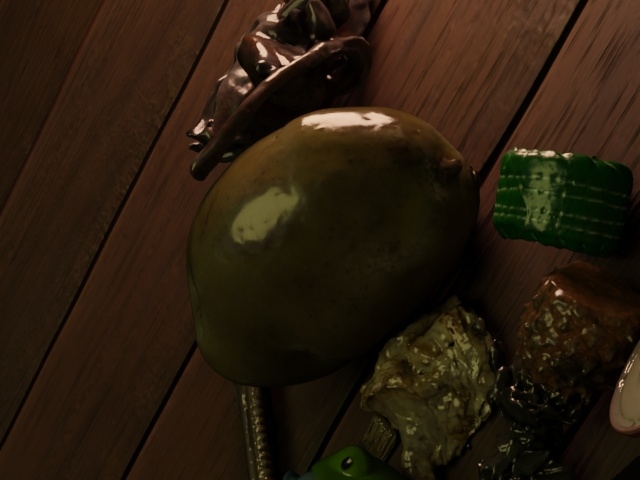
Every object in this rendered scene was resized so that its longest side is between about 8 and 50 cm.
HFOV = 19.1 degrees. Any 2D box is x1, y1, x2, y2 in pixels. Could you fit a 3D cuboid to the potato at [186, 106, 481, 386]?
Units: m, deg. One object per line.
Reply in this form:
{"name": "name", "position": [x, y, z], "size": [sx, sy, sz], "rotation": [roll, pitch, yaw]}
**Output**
{"name": "potato", "position": [0.000, 0.000, 1.905], "size": [0.326, 0.243, 0.221], "rotation": [-50, 22, 31]}

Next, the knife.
{"name": "knife", "position": [-0.061, 0.270, 2.076], "size": [0.089, 0.043, 0.365], "rotation": [100, 162, -62]}

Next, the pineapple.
{"name": "pineapple", "position": [0.208, 0.142, 1.708], "size": [0.119, 0.111, 0.237], "rotation": [-78, 8, -66]}

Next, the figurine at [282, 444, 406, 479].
{"name": "figurine", "position": [0.014, 0.307, 1.878], "size": [0.162, 0.143, 0.263], "rotation": [63, 148, 25]}

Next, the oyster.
{"name": "oyster", "position": [0.108, 0.152, 1.859], "size": [0.163, 0.081, 0.191], "rotation": [-13, 81, 41]}

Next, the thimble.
{"name": "thimble", "position": [0.219, -0.036, 1.738], "size": [0.130, 0.118, 0.090], "rotation": [-168, 87, -81]}

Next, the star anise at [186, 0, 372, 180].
{"name": "star anise", "position": [-0.041, -0.170, 2.069], "size": [0.359, 0.139, 0.316], "rotation": [-53, 0, -15]}

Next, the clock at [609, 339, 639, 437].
{"name": "clock", "position": [0.316, 0.060, 1.518], "size": [0.244, 0.056, 0.244], "rotation": [-50, 4, 4]}

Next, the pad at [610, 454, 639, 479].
{"name": "pad", "position": [0.351, 0.200, 1.492], "size": [0.181, 0.004, 0.267], "rotation": [50, 123, 11]}

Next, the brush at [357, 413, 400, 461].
{"name": "brush", "position": [0.033, 0.256, 1.975], "size": [0.170, 0.014, 0.043], "rotation": [-62, 40, 21]}
